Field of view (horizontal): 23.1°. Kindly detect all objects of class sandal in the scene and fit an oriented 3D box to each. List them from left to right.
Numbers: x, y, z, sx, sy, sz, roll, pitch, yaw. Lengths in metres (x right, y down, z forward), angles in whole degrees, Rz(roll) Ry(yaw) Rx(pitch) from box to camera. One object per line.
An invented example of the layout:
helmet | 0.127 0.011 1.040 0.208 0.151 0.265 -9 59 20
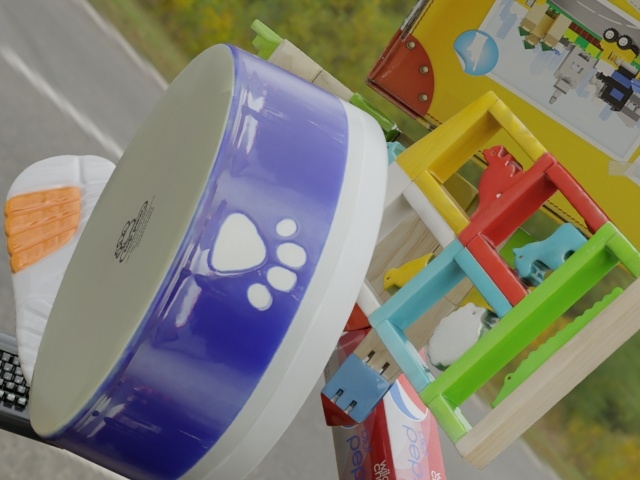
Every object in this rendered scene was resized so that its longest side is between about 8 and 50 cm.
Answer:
sandal | -0.222 0.040 1.345 0.076 0.102 0.265 97 -9 -51

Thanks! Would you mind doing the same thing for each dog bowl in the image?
dog bowl | -0.073 0.018 0.948 0.104 0.265 0.265 27 12 -19

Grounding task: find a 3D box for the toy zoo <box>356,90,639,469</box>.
toy zoo | 0.115 0.009 1.192 0.030 0.192 0.293 38 13 -44

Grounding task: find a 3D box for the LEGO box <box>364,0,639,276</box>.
LEGO box | 0.354 -0.160 1.367 0.500 0.372 0.193 36 32 2

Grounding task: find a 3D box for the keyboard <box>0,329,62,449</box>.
keyboard | -0.417 0.151 1.684 0.317 0.033 0.201 19 45 -6

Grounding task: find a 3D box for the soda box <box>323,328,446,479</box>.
soda box | 0.073 0.223 1.703 0.092 0.083 0.263 24 44 -40

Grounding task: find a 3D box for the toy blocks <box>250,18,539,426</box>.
toy blocks | 0.000 0.000 1.518 0.381 0.261 0.191 40 2 8
